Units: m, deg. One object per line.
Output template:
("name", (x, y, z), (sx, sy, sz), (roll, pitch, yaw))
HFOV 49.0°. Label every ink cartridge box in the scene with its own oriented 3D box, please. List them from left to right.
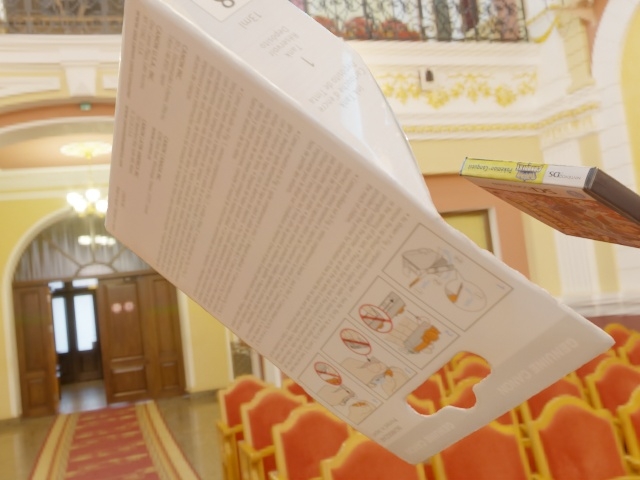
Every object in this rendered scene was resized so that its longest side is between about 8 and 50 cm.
("ink cartridge box", (0.000, 0.000, 0.577), (0.091, 0.385, 0.308), (-50, -5, -36))

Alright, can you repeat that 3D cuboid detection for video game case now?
("video game case", (0.382, -0.049, 1.039), (0.274, 0.035, 0.248), (24, -3, -31))
